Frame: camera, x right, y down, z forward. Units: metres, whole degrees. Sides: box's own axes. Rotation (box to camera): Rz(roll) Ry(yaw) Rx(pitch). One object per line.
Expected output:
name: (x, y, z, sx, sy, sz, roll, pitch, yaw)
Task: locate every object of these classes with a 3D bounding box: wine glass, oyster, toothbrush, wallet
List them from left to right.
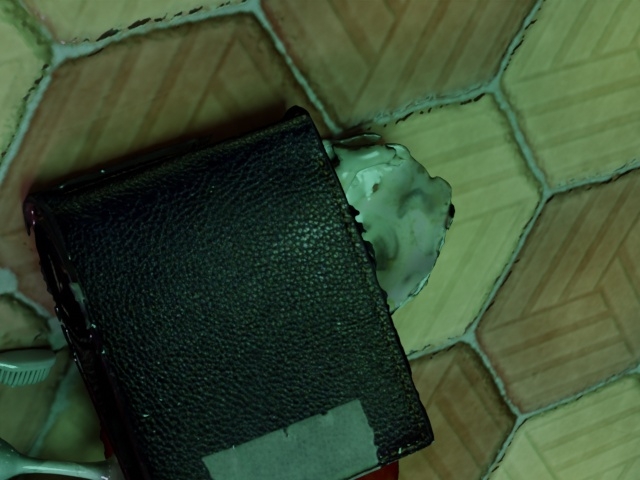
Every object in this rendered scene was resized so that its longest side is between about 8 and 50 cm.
toothbrush: (-0.308, 0.096, 1.163, 0.286, 0.020, 0.025, -2, 129, -37)
wine glass: (-0.235, 0.153, 1.190, 0.198, 0.066, 0.066, 7, 119, -16)
wallet: (-0.061, 0.058, 1.191, 0.221, 0.262, 0.071, -20, 174, -28)
oyster: (0.000, 0.000, 1.303, 0.191, 0.081, 0.163, -4, 100, -18)

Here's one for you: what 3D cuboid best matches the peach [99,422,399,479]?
peach: (-0.057, 0.166, 1.288, 0.226, 0.190, 0.196, 5, 125, -39)
